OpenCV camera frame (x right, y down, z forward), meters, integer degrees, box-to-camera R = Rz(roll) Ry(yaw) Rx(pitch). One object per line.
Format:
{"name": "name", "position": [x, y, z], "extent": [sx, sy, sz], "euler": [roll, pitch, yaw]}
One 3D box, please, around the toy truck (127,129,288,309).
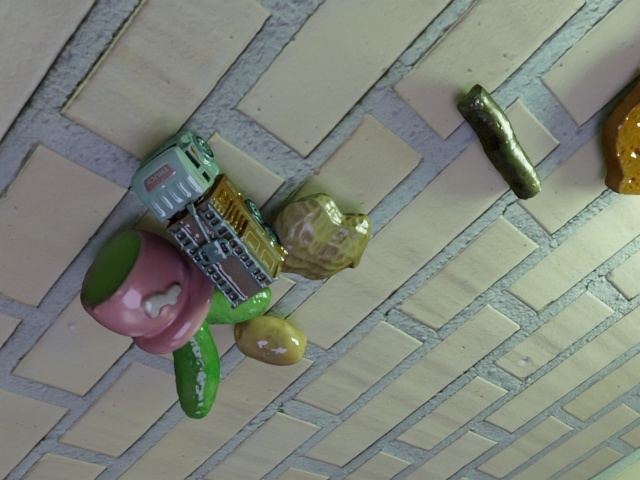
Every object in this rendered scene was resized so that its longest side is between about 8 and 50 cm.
{"name": "toy truck", "position": [-0.197, -0.033, 1.011], "extent": [0.136, 0.162, 0.305], "euler": [-34, 108, 11]}

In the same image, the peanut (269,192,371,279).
{"name": "peanut", "position": [0.000, 0.000, 1.179], "extent": [0.232, 0.110, 0.197], "euler": [22, 118, -28]}

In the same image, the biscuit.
{"name": "biscuit", "position": [0.792, -0.282, 1.221], "extent": [0.349, 0.078, 0.455], "euler": [22, 117, -27]}

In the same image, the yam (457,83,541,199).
{"name": "yam", "position": [0.372, -0.191, 1.168], "extent": [0.317, 0.067, 0.071], "euler": [42, 79, -37]}

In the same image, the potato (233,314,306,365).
{"name": "potato", "position": [-0.117, 0.230, 1.327], "extent": [0.178, 0.118, 0.110], "euler": [16, 86, -12]}

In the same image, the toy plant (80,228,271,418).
{"name": "toy plant", "position": [-0.291, 0.152, 1.127], "extent": [0.356, 0.210, 0.317], "euler": [44, 69, -47]}
